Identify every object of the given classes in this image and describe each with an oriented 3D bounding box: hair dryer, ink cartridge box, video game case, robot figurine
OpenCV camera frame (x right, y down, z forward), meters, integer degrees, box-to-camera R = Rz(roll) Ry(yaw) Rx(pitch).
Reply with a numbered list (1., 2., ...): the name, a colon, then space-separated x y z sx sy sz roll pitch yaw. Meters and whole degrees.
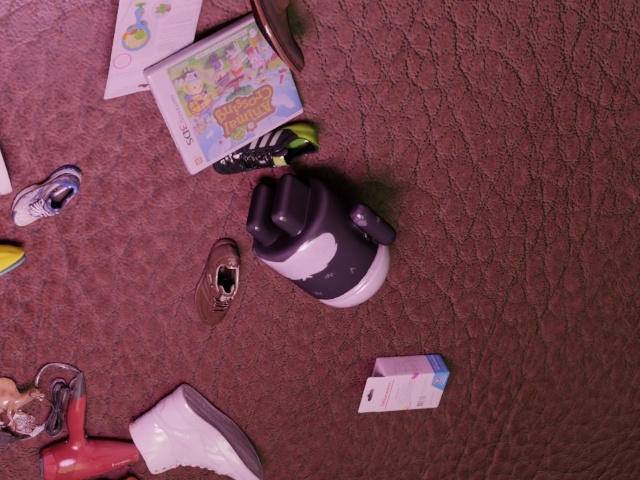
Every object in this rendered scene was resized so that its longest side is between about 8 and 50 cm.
1. hair dryer: -0.464 0.370 1.888 0.223 0.080 0.293 -42 129 14
2. ink cartridge box: 0.163 0.295 2.059 0.181 0.061 0.104 -1 127 -19
3. video game case: -0.143 -0.227 1.532 0.212 0.023 0.193 -31 132 -13
4. robot figurine: -0.001 -0.001 1.700 0.278 0.209 0.173 37 87 -37

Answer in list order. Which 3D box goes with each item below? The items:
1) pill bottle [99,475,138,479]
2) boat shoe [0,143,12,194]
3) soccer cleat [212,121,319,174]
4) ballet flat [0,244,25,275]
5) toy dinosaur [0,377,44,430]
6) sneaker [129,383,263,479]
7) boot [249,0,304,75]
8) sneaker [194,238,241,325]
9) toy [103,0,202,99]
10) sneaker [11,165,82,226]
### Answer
1. pill bottle: -0.469 0.568 2.010 0.246 0.130 0.130 -27 131 3
2. boat shoe: -0.517 -0.151 1.456 0.081 0.079 0.227 -17 134 -12
3. soccer cleat: -0.088 -0.143 1.617 0.179 0.072 0.060 -19 131 -4
4. ballet flat: -0.591 0.049 1.598 0.231 0.077 0.077 -25 114 4
5. toy dinosaur: -0.585 0.292 1.793 0.183 0.053 0.092 4 87 -2
6. sneaker: -0.253 0.420 1.993 0.169 0.108 0.292 -33 121 10
7. boot: -0.053 -0.352 1.441 0.106 0.082 0.219 -32 114 -2
8. sneaker: -0.182 0.090 1.769 0.066 0.071 0.188 -1 127 -19
9. toy: -0.242 -0.317 1.425 0.137 0.056 0.237 -18 149 -34
10. sneaker: -0.434 -0.063 1.570 0.135 0.058 0.052 -37 130 12
